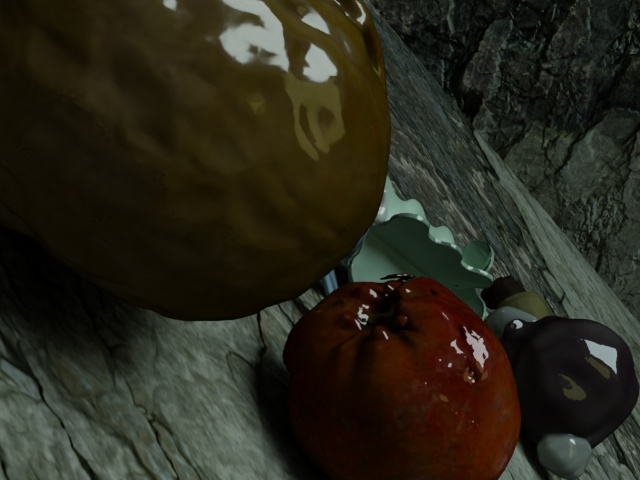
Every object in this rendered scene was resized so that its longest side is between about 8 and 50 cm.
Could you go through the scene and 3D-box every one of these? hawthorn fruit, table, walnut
[{"bbox_3d":[0.094,0.174,1.168,0.299,0.211,0.211,59,14,-23],"label":"hawthorn fruit"},{"bbox_3d":[0.104,0.022,1.560,0.198,0.166,0.167,37,24,-41],"label":"table"},{"bbox_3d":[-0.116,-0.123,0.930,0.398,0.308,0.354,44,19,-35],"label":"walnut"}]

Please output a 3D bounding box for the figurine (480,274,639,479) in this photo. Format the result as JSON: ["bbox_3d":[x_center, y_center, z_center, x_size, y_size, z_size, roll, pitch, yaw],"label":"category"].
[{"bbox_3d":[0.334,0.186,1.949,0.365,0.206,0.218,35,-33,59],"label":"figurine"}]

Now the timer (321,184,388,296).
[{"bbox_3d":[0.012,-0.015,1.362,0.255,0.175,0.175,48,18,-29],"label":"timer"}]
